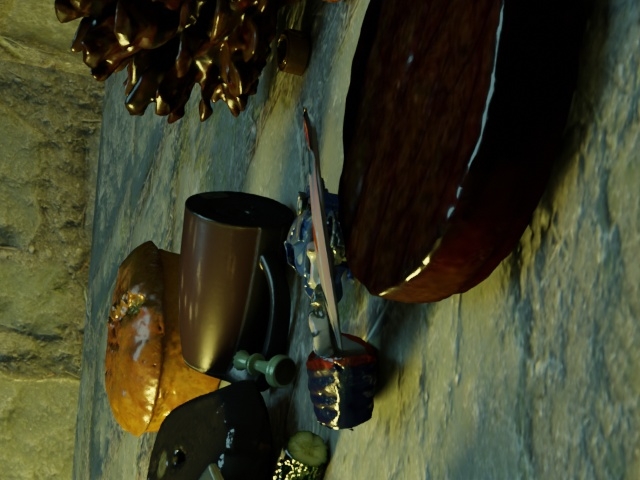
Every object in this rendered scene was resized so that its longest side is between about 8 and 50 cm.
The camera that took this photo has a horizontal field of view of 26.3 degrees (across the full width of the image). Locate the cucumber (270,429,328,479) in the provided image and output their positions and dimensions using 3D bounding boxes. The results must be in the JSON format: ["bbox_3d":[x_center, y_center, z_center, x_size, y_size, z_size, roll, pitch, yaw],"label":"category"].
[{"bbox_3d":[-0.040,0.295,1.552,0.058,0.058,0.187,-104,28,-54],"label":"cucumber"}]

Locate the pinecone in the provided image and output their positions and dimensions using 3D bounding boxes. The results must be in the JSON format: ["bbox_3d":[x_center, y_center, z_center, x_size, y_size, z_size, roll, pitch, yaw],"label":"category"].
[{"bbox_3d":[-0.202,-0.360,1.932,0.398,0.398,0.397,-171,90,-74],"label":"pinecone"}]

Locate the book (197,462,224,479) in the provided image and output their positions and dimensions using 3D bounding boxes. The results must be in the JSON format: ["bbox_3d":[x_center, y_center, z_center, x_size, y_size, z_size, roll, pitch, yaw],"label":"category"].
[{"bbox_3d":[-0.124,0.423,1.652,0.228,0.018,0.322,60,149,19],"label":"book"}]

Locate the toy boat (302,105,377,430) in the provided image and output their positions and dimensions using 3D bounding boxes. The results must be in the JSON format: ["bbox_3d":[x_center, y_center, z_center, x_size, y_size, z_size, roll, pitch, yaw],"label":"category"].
[{"bbox_3d":[0.015,0.044,1.332,0.219,0.072,0.318,-96,1,-64],"label":"toy boat"}]

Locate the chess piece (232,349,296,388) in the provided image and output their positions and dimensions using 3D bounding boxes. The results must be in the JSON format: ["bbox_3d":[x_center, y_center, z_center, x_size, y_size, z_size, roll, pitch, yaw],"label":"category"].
[{"bbox_3d":[-0.075,0.156,1.707,0.093,0.042,0.042,10,91,45],"label":"chess piece"}]

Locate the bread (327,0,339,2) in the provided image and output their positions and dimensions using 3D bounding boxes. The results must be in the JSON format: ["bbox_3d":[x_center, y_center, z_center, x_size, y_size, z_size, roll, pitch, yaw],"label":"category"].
[{"bbox_3d":[0.023,-0.392,1.703,0.193,0.064,0.193,-173,90,-71],"label":"bread"}]

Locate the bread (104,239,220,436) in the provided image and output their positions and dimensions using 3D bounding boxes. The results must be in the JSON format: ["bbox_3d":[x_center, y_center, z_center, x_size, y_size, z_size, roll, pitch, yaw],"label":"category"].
[{"bbox_3d":[-0.246,0.154,2.158,0.312,0.172,0.312,-176,90,-73],"label":"bread"}]

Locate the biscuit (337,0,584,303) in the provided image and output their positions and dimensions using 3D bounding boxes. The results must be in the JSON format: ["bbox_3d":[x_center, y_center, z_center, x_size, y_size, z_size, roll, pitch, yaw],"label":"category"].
[{"bbox_3d":[0.117,-0.144,1.191,0.407,0.091,0.407,-170,90,-76],"label":"biscuit"}]

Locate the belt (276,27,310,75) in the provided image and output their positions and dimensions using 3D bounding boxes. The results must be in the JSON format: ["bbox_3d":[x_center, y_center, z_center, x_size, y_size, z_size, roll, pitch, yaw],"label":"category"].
[{"bbox_3d":[-0.039,-0.262,1.891,0.083,0.036,0.059,-108,32,-59],"label":"belt"}]

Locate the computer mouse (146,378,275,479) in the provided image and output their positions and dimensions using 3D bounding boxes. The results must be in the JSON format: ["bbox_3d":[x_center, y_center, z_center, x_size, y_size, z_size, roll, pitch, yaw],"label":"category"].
[{"bbox_3d":[-0.129,0.283,1.759,0.323,0.116,0.183,150,124,-60],"label":"computer mouse"}]

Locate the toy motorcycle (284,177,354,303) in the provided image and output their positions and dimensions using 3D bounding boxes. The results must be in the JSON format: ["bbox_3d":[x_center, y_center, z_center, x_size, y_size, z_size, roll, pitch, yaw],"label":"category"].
[{"bbox_3d":[0.000,0.000,1.545,0.205,0.076,0.114,-118,38,-71],"label":"toy motorcycle"}]

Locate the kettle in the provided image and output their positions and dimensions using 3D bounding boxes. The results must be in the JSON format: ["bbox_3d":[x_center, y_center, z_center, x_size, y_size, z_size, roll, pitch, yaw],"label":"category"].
[{"bbox_3d":[-0.103,0.072,1.802,0.202,0.144,0.232,25,116,42],"label":"kettle"}]
